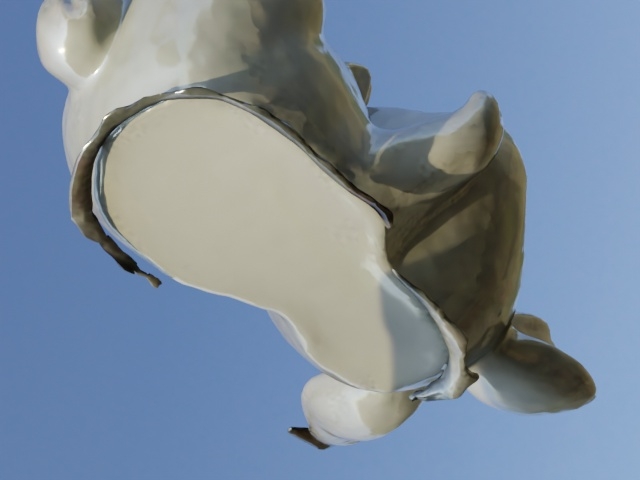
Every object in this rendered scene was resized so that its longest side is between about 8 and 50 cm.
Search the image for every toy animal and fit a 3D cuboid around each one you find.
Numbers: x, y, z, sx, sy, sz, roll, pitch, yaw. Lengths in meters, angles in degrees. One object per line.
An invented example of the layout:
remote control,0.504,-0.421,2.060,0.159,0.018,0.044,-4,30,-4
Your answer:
toy animal,0.004,-0.004,0.684,0.154,0.208,0.325,-73,-36,-50
